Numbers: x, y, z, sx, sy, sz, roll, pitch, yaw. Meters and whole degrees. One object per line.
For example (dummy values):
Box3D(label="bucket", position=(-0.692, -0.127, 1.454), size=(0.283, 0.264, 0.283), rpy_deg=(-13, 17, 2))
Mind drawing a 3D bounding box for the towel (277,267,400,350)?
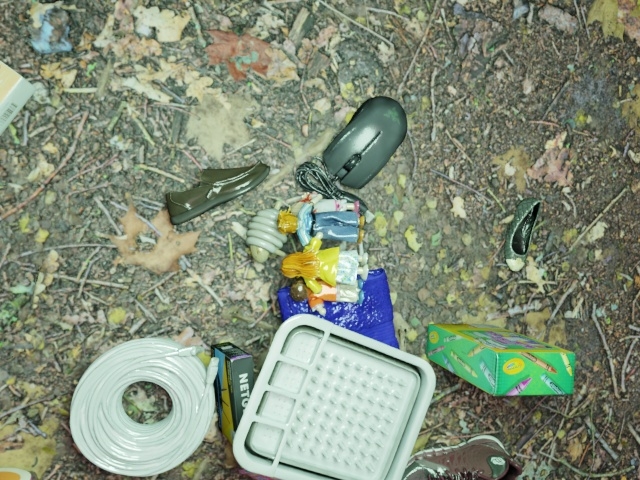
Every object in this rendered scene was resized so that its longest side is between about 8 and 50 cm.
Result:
Box3D(label="towel", position=(0.052, 0.223, 1.042), size=(0.227, 0.076, 0.308), rpy_deg=(-11, 94, -9))

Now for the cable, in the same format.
Box3D(label="cable", position=(-0.333, 0.311, 0.999), size=(0.257, 0.089, 0.257), rpy_deg=(7, 92, -13))

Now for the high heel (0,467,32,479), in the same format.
Box3D(label="high heel", position=(-0.646, 0.500, 0.951), size=(0.244, 0.082, 0.117), rpy_deg=(-17, 126, -25))

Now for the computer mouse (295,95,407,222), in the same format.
Box3D(label="computer mouse", position=(0.094, -0.184, 1.085), size=(0.188, 0.072, 0.272), rpy_deg=(36, 84, -12))

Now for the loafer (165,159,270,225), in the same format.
Box3D(label="loafer", position=(-0.201, -0.107, 1.012), size=(0.220, 0.080, 0.078), rpy_deg=(-28, 99, -11))

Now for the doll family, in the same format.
Box3D(label="doll family", position=(0.000, 0.000, 0.974), size=(0.163, 0.118, 0.263), rpy_deg=(2, 64, -7))

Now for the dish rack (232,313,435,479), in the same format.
Box3D(label="dish rack", position=(0.027, 0.307, 0.968), size=(0.332, 0.072, 0.286), rpy_deg=(23, 84, -16))

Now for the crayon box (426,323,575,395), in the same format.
Box3D(label="crayon box", position=(0.349, 0.233, 1.062), size=(0.165, 0.278, 0.081), rpy_deg=(3, 91, -14))

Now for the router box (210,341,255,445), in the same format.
Box3D(label="router box", position=(-0.166, 0.297, 1.013), size=(0.046, 0.133, 0.179), rpy_deg=(-7, 94, -28))

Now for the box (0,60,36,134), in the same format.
Box3D(label="box", position=(-0.613, -0.274, 0.898), size=(0.170, 0.091, 0.130), rpy_deg=(36, 85, -13))

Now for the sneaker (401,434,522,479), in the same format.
Box3D(label="sneaker", position=(0.302, 0.511, 1.124), size=(0.281, 0.162, 0.107), rpy_deg=(-17, 97, -13))

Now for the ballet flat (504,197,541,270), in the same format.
Box3D(label="ballet flat", position=(0.460, -0.015, 1.194), size=(0.057, 0.049, 0.173), rpy_deg=(12, 90, -13))

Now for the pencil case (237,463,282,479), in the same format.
Box3D(label="pencil case", position=(-0.025, 0.472, 1.066), size=(0.284, 0.124, 0.124), rpy_deg=(34, 85, -12))

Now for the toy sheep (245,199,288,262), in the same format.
Box3D(label="toy sheep", position=(-0.102, -0.018, 1.042), size=(0.091, 0.091, 0.132), rpy_deg=(22, 73, -14))
